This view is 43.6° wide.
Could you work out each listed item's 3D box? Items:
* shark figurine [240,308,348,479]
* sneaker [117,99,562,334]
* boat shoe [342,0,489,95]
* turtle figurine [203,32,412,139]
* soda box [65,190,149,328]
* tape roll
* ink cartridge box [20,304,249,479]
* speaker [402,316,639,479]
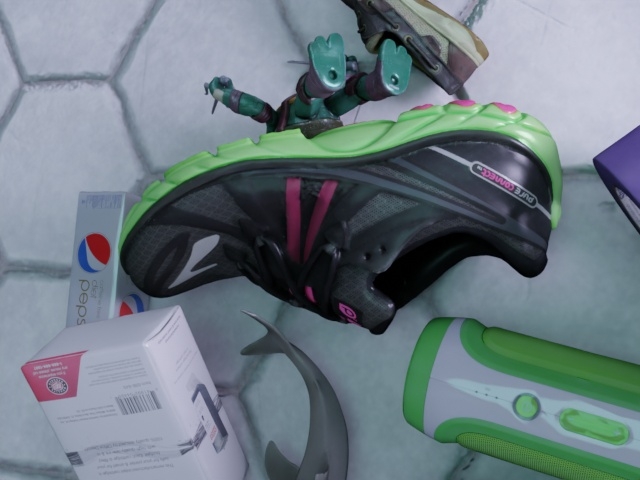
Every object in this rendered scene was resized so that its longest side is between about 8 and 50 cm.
[{"bbox_3d":[-0.012,0.211,0.815,0.166,0.116,0.278,-1,79,5],"label":"shark figurine"},{"bbox_3d":[0.000,0.000,0.812,0.483,0.185,0.202,-12,75,21],"label":"sneaker"},{"bbox_3d":[0.074,-0.236,0.870,0.224,0.080,0.073,36,91,17],"label":"boat shoe"},{"bbox_3d":[-0.016,-0.152,0.866,0.234,0.175,0.118,-14,98,58],"label":"turtle figurine"},{"bbox_3d":[-0.252,0.052,0.962,0.069,0.074,0.216,2,83,21],"label":"soda box"},{"bbox_3d":[0.322,-0.019,0.682,0.080,0.189,0.189,-37,71,12],"label":"tape roll"},{"bbox_3d":[-0.192,0.193,0.860,0.159,0.092,0.217,-12,109,20],"label":"ink cartridge box"},{"bbox_3d":[0.231,0.159,0.727,0.297,0.131,0.131,14,88,23],"label":"speaker"}]
